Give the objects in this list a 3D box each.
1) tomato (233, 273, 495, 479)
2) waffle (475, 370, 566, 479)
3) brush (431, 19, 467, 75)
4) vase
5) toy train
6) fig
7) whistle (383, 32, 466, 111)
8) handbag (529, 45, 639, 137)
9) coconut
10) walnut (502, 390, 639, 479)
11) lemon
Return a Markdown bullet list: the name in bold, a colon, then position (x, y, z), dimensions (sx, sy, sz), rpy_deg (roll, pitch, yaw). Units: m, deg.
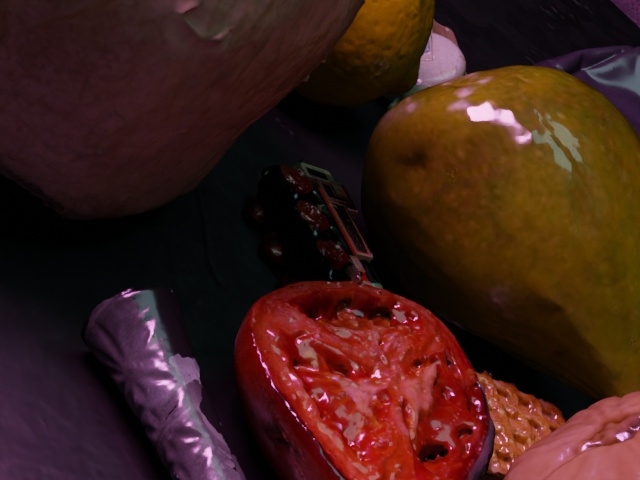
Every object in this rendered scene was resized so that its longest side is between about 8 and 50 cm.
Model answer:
- **tomato**: position (0.026, 0.107, 0.608), dimensions (0.174, 0.082, 0.166), rpy_deg (-3, 47, -46)
- **waffle**: position (0.121, 0.143, 0.713), dimensions (0.148, 0.042, 0.102), rpy_deg (25, 33, -27)
- **brush**: position (0.146, -0.149, 1.144), dimensions (0.054, 0.048, 0.282), rpy_deg (20, 43, -29)
- **vase**: position (-0.067, 0.104, 0.527), dimensions (0.059, 0.059, 0.167), rpy_deg (3, 47, -48)
- **toy train**: position (0.000, 0.000, 0.758), dimensions (0.087, 0.050, 0.138), rpy_deg (14, 39, -45)
- **fig**: position (0.161, 0.021, 0.806), dimensions (0.233, 0.233, 0.314), rpy_deg (-17, 95, -57)
- **whistle**: position (0.105, -0.157, 1.069), dimensions (0.104, 0.057, 0.198), rpy_deg (3, 44, 1)
- **handbag**: position (0.292, -0.035, 1.014), dimensions (0.275, 0.178, 0.302), rpy_deg (-22, 72, -45)
- **coconut**: position (-0.134, -0.237, 0.601), dimensions (0.404, 0.404, 0.405), rpy_deg (30, 31, -20)
- **walnut**: position (0.210, 0.198, 0.581), dimensions (0.228, 0.228, 0.228), rpy_deg (30, 31, -20)
- **lemon**: position (0.003, -0.228, 0.939), dimensions (0.248, 0.184, 0.184), rpy_deg (37, 29, -15)
